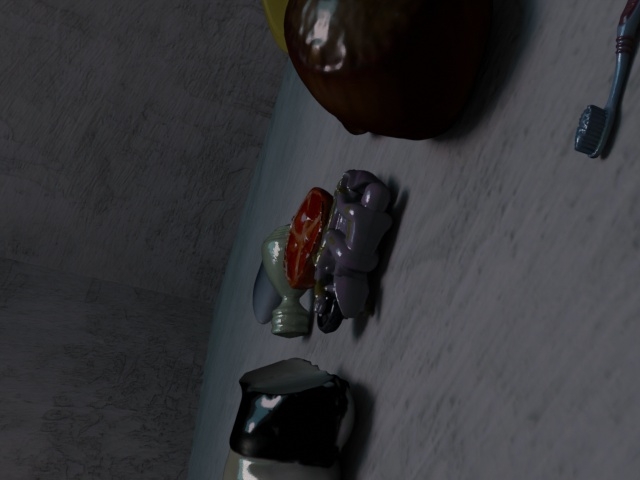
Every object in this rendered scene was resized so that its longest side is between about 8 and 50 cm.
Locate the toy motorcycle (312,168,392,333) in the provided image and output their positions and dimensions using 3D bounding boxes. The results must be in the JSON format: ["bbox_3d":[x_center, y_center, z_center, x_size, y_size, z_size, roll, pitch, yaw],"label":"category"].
[{"bbox_3d":[0.040,-0.007,0.684,0.152,0.073,0.225,132,150,-60],"label":"toy motorcycle"}]

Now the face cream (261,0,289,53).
[{"bbox_3d":[0.028,-0.346,0.686,0.218,0.179,0.218,167,90,-77],"label":"face cream"}]

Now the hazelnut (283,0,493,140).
[{"bbox_3d":[0.067,-0.183,0.547,0.208,0.208,0.208,-166,90,-78],"label":"hazelnut"}]

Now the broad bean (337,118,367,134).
[{"bbox_3d":[0.056,-0.208,0.815,0.165,0.084,0.114,-97,21,-75],"label":"broad bean"}]

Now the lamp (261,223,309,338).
[{"bbox_3d":[-0.049,0.065,0.954,0.106,0.106,0.193,137,136,-68],"label":"lamp"}]

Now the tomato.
[{"bbox_3d":[0.000,0.000,0.852,0.155,0.069,0.155,-164,90,-71],"label":"tomato"}]

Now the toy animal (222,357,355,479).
[{"bbox_3d":[-0.033,0.229,0.631,0.166,0.138,0.179,37,-122,-82],"label":"toy animal"}]

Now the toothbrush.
[{"bbox_3d":[0.182,-0.142,0.331,0.013,0.019,0.193,-156,82,-78],"label":"toothbrush"}]

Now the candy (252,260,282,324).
[{"bbox_3d":[-0.093,0.072,1.185,0.138,0.071,0.174,-97,26,-61],"label":"candy"}]
